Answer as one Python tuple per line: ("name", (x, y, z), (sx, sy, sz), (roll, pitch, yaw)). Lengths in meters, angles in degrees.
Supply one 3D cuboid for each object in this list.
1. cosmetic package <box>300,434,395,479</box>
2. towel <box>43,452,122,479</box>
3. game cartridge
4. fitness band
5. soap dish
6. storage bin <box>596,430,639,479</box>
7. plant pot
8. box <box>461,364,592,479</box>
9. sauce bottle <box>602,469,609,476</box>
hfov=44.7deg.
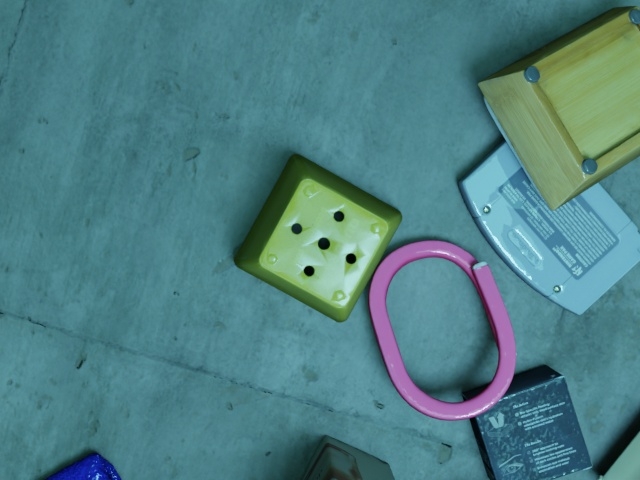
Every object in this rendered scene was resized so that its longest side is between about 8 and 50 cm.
("cosmetic package", (0.035, 0.419, 1.160), (0.129, 0.296, 0.153), (27, 90, -2))
("towel", (-0.432, 0.512, 1.252), (0.308, 0.076, 0.228), (-32, 94, -1))
("game cartridge", (0.375, -0.034, 1.279), (0.198, 0.062, 0.297), (-42, 94, 4))
("fitness band", (0.192, 0.139, 1.236), (0.208, 0.054, 0.291), (-17, 74, -1))
("soap dish", (0.422, -0.216, 1.205), (0.290, 0.118, 0.229), (-30, 90, -16))
("storage bin", (0.630, 0.376, 1.247), (0.260, 0.123, 0.262), (38, 90, -20))
("plant pot", (0.000, 0.000, 1.195), (0.212, 0.187, 0.212), (29, 91, -3))
("box", (0.334, 0.307, 1.269), (0.155, 0.093, 0.158), (-18, 94, -1))
("sauce bottle", (0.502, 0.397, 1.307), (0.128, 0.042, 0.042), (-38, 93, 0))
